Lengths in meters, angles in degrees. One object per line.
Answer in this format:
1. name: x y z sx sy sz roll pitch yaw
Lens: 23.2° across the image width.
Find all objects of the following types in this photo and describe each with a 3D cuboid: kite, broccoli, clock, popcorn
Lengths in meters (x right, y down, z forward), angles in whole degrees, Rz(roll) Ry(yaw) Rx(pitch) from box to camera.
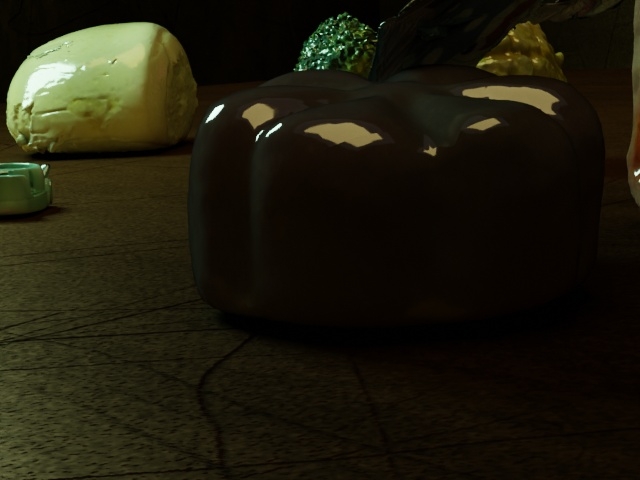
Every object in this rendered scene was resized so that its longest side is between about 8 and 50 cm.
1. kite: 0.121 -0.147 1.029 0.335 0.011 0.314 -43 -17 33
2. broccoli: 0.056 -0.201 2.041 0.194 0.194 0.219 -4 -15 -6
3. clock: -0.296 -0.048 1.426 0.101 0.041 0.135 -1 8 10
4. popcorn: 0.152 -0.153 1.591 0.185 0.187 0.167 -6 -32 42

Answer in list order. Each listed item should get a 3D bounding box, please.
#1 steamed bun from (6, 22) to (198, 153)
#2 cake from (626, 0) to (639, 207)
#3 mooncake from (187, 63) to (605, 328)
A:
1. steamed bun: -0.289 -0.200 2.032 0.232 0.166 0.273 0 9 10
2. cake: 0.350 -0.119 1.035 0.230 0.237 0.309 -4 10 -5
3. mooncake: 0.041 -0.025 0.885 0.245 0.133 0.245 -1 15 0
